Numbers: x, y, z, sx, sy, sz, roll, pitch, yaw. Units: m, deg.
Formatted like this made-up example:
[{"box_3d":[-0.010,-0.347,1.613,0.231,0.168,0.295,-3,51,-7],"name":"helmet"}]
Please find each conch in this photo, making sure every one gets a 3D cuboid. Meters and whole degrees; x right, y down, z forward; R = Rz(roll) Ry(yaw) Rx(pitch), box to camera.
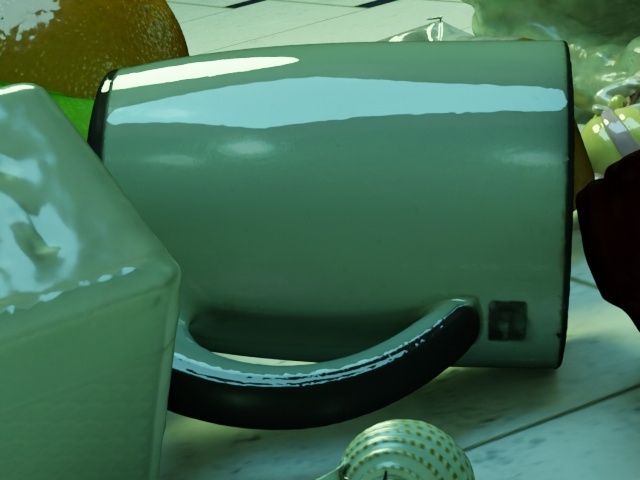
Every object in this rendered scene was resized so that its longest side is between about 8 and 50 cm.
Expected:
[{"box_3d":[0.027,0.104,0.765,0.076,0.056,0.085,-27,-19,12],"name":"conch"}]

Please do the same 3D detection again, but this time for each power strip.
[{"box_3d":[-0.156,0.067,0.847,0.139,0.224,0.140,-20,51,-28],"name":"power strip"}]

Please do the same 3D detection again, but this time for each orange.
[{"box_3d":[-0.174,-0.090,1.226,0.206,0.206,0.206,-12,14,3],"name":"orange"}]

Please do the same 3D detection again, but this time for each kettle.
[{"box_3d":[0.000,0.000,0.939,0.236,0.161,0.221,2,46,4],"name":"kettle"}]

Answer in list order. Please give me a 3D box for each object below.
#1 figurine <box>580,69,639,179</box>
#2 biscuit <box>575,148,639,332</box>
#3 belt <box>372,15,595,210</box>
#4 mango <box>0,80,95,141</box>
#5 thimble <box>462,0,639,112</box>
[{"box_3d":[0.202,-0.066,1.269,0.083,0.083,0.187,-7,21,21],"name":"figurine"},{"box_3d":[0.305,-0.042,0.804,0.407,0.091,0.407,-16,-7,-2],"name":"biscuit"},{"box_3d":[0.042,-0.052,1.205,0.261,0.105,0.184,-4,28,46],"name":"belt"},{"box_3d":[-0.230,0.002,1.015,0.382,0.225,0.201,-13,-15,-37],"name":"mango"},{"box_3d":[0.242,-0.238,1.488,0.195,0.291,0.291,-25,19,-38],"name":"thimble"}]
